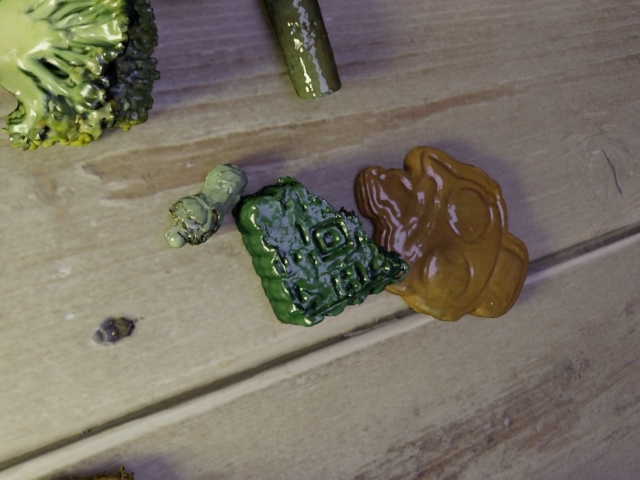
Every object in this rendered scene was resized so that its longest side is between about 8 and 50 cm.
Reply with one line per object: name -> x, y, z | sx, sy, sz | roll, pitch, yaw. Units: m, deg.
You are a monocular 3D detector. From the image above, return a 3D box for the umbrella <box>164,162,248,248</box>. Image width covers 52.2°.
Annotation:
umbrella -> -0.152, -0.045, 0.868 | 0.067, 0.062, 0.143 | 47, 65, -15

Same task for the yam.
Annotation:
yam -> -0.025, -0.291, 0.933 | 0.078, 0.078, 0.179 | -25, 102, -27

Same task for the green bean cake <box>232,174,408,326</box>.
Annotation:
green bean cake -> 0.000, 0.000, 0.915 | 0.194, 0.107, 0.208 | -26, 97, -15

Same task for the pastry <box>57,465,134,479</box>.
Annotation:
pastry -> -0.290, 0.323, 0.790 | 0.140, 0.056, 0.079 | -4, 80, -27

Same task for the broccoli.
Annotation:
broccoli -> -0.298, -0.210, 0.766 | 0.180, 0.273, 0.242 | 14, 67, -73

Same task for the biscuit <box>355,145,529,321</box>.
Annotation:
biscuit -> 0.210, -0.009, 1.074 | 0.376, 0.051, 0.269 | 31, 74, -24
